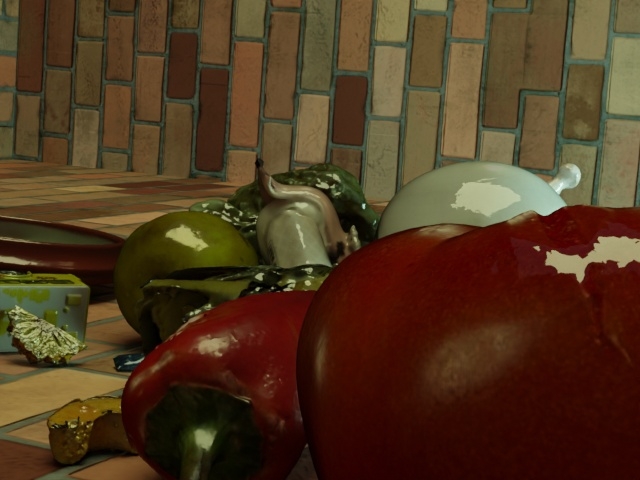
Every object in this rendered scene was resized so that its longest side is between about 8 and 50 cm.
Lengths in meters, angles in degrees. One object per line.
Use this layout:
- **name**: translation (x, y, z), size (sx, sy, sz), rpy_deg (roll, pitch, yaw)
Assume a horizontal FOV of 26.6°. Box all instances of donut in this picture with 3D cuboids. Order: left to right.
- **donut**: translation (-0.162, 0.141, 0.989), size (0.067, 0.038, 0.083), rpy_deg (8, 12, 11)

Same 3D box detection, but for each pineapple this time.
- **pineapple**: translation (-0.267, 0.095, 1.282), size (0.083, 0.019, 0.045), rpy_deg (31, 54, 3)

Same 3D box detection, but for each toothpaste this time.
- **toothpaste**: translation (-0.155, 0.115, 1.291), size (0.083, 0.019, 0.027), rpy_deg (-2, 25, -14)

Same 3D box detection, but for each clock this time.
- **clock**: translation (-0.395, 0.020, 1.703), size (0.318, 0.080, 0.318), rpy_deg (8, 4, -1)

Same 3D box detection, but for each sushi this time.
- **sushi**: translation (-0.029, 0.094, 1.168), size (0.291, 0.139, 0.131), rpy_deg (-1, 14, 26)

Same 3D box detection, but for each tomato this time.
- **tomato**: translation (0.134, 0.099, 0.701), size (0.298, 0.226, 0.298), rpy_deg (-5, -3, 0)

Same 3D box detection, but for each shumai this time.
- **shumai**: translation (-0.055, 0.018, 1.626), size (0.218, 0.189, 0.256), rpy_deg (-25, 3, -36)

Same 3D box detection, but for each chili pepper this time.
- **chili pepper**: translation (-0.065, 0.110, 0.923), size (0.134, 0.131, 0.338), rpy_deg (-4, 5, 21)

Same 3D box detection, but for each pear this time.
- **pear**: translation (-0.138, 0.039, 1.407), size (0.149, 0.149, 0.162), rpy_deg (6, 12, 17)

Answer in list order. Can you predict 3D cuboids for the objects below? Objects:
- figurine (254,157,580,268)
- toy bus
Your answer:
- **figurine**: translation (0.108, 0.019, 1.436), size (0.361, 0.211, 0.253), rpy_deg (2, 7, -5)
- **toy bus**: translation (-0.340, 0.072, 1.319), size (0.226, 0.081, 0.074), rpy_deg (3, 11, -34)
